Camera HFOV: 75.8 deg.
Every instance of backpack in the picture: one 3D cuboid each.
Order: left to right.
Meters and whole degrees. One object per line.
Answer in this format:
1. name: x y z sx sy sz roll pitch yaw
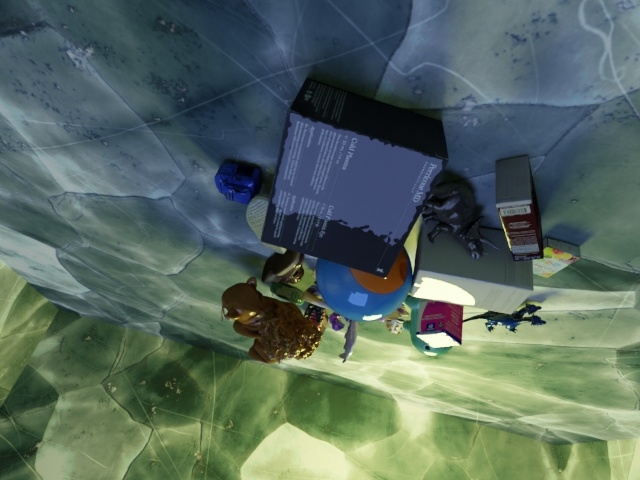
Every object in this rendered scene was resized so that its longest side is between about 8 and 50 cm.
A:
1. backpack: -0.237 -0.163 1.154 0.120 0.101 0.098 17 143 5

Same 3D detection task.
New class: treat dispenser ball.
1. treat dispenser ball: 0.128 0.097 1.231 0.288 0.288 0.288 11 149 7

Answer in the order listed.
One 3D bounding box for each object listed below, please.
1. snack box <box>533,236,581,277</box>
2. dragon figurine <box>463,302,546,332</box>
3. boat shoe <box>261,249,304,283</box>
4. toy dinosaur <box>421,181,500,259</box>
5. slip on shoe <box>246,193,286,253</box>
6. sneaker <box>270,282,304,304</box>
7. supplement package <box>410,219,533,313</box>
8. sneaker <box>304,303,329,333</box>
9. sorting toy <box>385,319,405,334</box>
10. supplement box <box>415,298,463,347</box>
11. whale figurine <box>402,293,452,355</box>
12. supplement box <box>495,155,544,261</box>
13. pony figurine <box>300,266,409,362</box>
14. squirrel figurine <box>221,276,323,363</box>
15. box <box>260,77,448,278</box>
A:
1. snack box: 0.647 0.051 1.173 0.100 0.037 0.141 18 150 -3
2. dragon figurine: 0.646 0.272 1.486 0.289 0.085 0.144 3 147 18
3. boat shoe: -0.114 0.098 1.516 0.123 0.123 0.342 18 154 -19
4. toy dinosaur: 0.330 -0.085 1.047 0.160 0.121 0.313 -20 124 19
5. slip on shoe: -0.142 -0.061 1.239 0.123 0.101 0.331 21 161 11
6. sneaker: -0.149 0.234 1.812 0.166 0.065 0.076 30 159 -13
7. supplement package: 0.422 0.075 1.174 0.293 0.175 0.177 10 150 9
8. sneaker: -0.017 0.362 1.917 0.097 0.135 0.276 20 128 16
9. sorting toy: 0.344 0.379 1.848 0.083 0.045 0.075 16 130 -2
10. supplement box: 0.411 0.236 1.401 0.111 0.220 0.114 -20 134 43
11. whale figurine: 0.405 0.327 1.576 0.216 0.141 0.272 -16 112 37
12. supplement box: 0.471 -0.067 0.968 0.073 0.130 0.239 -6 144 31
13. pony figurine: 0.116 0.248 1.547 0.363 0.303 0.351 30 141 5
14. squirrel figurine: -0.196 0.306 1.599 0.397 0.281 0.370 15 149 41
15. box: 0.061 -0.125 0.917 0.312 0.179 0.343 18 131 -3
